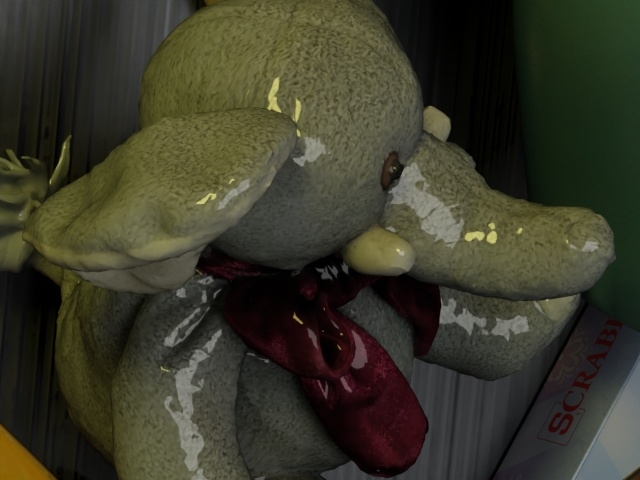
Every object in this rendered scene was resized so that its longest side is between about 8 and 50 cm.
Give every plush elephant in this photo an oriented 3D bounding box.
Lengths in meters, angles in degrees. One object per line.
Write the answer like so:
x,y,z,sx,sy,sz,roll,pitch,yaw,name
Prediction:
0.000,0.000,0.827,0.330,0.255,0.272,31,54,-5,plush elephant

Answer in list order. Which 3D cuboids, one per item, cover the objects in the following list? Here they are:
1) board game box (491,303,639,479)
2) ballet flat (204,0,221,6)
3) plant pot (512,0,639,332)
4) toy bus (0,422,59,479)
0.252,0.163,1.190,0.319,0.066,0.318,39,75,-31,board game box
0.014,-0.060,0.997,0.080,0.073,0.232,-45,118,-24,ballet flat
0.224,-0.128,0.964,0.293,0.293,0.235,-39,133,-24,plant pot
-0.162,0.138,0.878,0.130,0.108,0.332,-45,118,-9,toy bus
